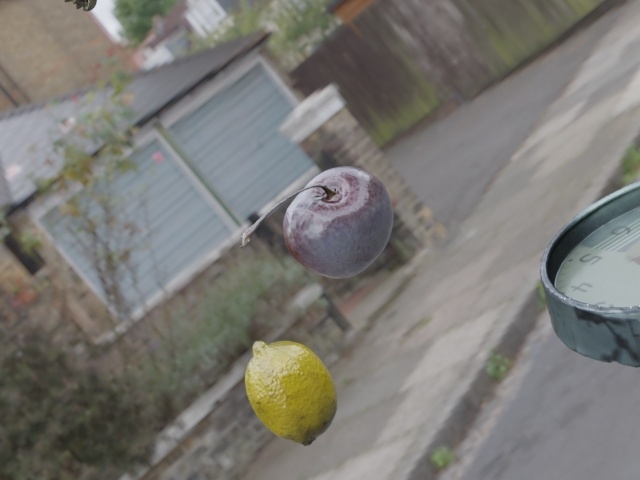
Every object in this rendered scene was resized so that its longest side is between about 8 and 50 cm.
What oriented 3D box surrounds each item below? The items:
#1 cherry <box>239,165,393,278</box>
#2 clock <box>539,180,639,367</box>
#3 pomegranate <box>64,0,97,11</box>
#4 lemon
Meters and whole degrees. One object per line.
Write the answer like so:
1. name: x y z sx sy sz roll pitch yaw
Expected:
1. cherry: -0.002 0.002 1.433 0.188 0.115 0.148 -42 -2 -22
2. clock: 0.384 0.013 1.324 0.325 0.067 0.325 -21 21 8
3. pomegranate: -0.248 -0.328 1.460 0.142 0.114 0.114 -62 5 1
4. lemon: -0.029 0.140 1.222 0.082 0.111 0.082 -28 9 5
